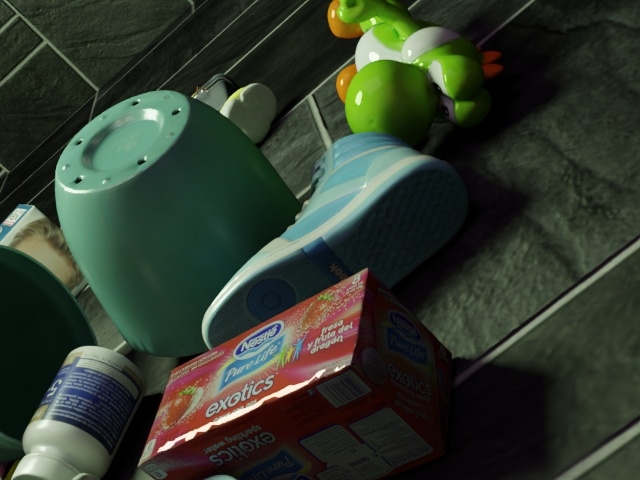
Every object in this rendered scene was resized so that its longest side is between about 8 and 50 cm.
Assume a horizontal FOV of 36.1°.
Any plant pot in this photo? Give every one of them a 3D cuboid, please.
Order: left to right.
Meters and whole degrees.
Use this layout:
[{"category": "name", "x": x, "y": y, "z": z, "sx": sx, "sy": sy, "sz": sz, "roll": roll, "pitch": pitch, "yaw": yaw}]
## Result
[{"category": "plant pot", "x": -0.467, "y": 0.176, "z": 1.323, "sx": 0.196, "sy": 0.293, "sz": 0.293, "roll": -29, "pitch": 28, "yaw": 24}, {"category": "plant pot", "x": -0.189, "y": -0.041, "z": 1.220, "sx": 0.293, "sy": 0.235, "sz": 0.293, "roll": -18, "pitch": 39, "yaw": 16}]

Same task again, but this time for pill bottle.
[{"category": "pill bottle", "x": -0.298, "y": 0.233, "z": 1.202, "sx": 0.112, "sy": 0.112, "sz": 0.186, "roll": -26, "pitch": 30, "yaw": 36}]

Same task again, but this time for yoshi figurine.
[{"category": "yoshi figurine", "x": 0.081, "y": -0.211, "z": 1.251, "sx": 0.203, "sy": 0.204, "sz": 0.362, "roll": -58, "pitch": 25, "yaw": 9}]

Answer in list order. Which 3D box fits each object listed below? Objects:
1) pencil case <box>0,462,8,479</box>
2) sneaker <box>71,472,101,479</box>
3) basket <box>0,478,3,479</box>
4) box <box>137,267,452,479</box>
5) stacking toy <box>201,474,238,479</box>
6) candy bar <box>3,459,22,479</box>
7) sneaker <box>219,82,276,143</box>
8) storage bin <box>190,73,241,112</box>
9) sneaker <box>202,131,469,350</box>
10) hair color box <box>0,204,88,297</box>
[{"category": "pencil case", "x": -0.496, "y": 0.274, "z": 1.479, "sx": 0.098, "sy": 0.095, "sz": 0.209, "roll": -7, "pitch": 31, "yaw": 6}, {"category": "sneaker", "x": -0.282, "y": 0.357, "z": 1.000, "sx": 0.151, "sy": 0.094, "sz": 0.256, "roll": -40, "pitch": 23, "yaw": 17}, {"category": "basket", "x": -0.518, "y": 0.361, "z": 1.000, "sx": 0.266, "sy": 0.331, "sz": 0.328, "roll": 8, "pitch": 79, "yaw": 54}, {"category": "box", "x": -0.022, "y": 0.151, "z": 0.877, "sx": 0.257, "sy": 0.128, "sz": 0.122, "roll": -30, "pitch": 28, "yaw": 30}, {"category": "stacking toy", "x": -0.099, "y": 0.319, "z": 0.725, "sx": 0.280, "sy": 0.130, "sz": 0.309, "roll": -8, "pitch": 43, "yaw": 54}, {"category": "candy bar", "x": -0.423, "y": 0.327, "z": 1.364, "sx": 0.040, "sy": 0.018, "sz": 0.161, "roll": -26, "pitch": 30, "yaw": 43}, {"category": "sneaker", "x": -0.174, "y": -0.170, "z": 1.684, "sx": 0.126, "sy": 0.091, "sz": 0.240, "roll": -5, "pitch": 46, "yaw": 56}, {"category": "storage bin", "x": -0.205, "y": -0.238, "z": 1.852, "sx": 0.135, "sy": 0.098, "sz": 0.091, "roll": -39, "pitch": 35, "yaw": 11}, {"category": "sneaker", "x": 0.000, "y": 0.000, "z": 1.098, "sx": 0.319, "sy": 0.127, "sz": 0.208, "roll": -33, "pitch": 26, "yaw": 1}, {"category": "hair color box", "x": -0.577, "y": 0.118, "z": 1.753, "sx": 0.347, "sy": 0.174, "sz": 0.105, "roll": -53, "pitch": 26, "yaw": -18}]
